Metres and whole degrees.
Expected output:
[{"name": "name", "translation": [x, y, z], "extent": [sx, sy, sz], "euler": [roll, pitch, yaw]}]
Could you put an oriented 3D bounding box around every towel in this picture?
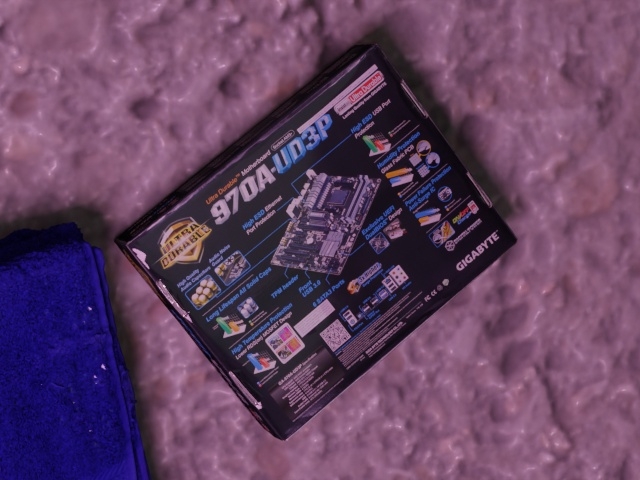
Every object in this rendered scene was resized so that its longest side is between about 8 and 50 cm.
[{"name": "towel", "translation": [-0.185, 0.159, 0.987], "extent": [0.228, 0.076, 0.308], "euler": [-26, 105, -48]}]

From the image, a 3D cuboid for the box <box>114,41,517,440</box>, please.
[{"name": "box", "translation": [0.000, 0.000, 1.091], "extent": [0.220, 0.051, 0.175], "euler": [-40, 105, -10]}]
